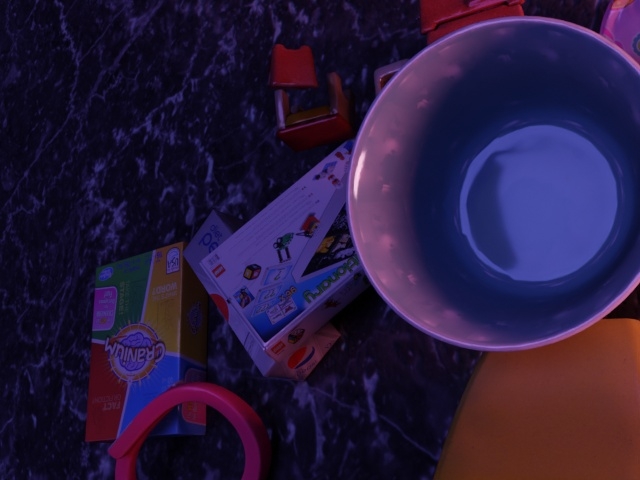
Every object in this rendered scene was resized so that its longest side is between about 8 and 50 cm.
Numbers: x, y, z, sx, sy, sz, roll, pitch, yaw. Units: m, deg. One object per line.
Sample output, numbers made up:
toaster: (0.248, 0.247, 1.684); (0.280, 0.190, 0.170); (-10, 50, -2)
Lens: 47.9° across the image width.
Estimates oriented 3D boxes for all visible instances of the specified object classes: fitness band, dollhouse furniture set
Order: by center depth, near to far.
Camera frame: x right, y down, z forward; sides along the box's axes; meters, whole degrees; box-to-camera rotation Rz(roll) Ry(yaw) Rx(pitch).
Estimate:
dollhouse furniture set: (0.090, -0.189, 0.914); (0.374, 0.201, 0.152); (-13, 68, 23)
fitness band: (-0.200, 0.337, 1.080); (0.209, 0.054, 0.291); (46, 110, 8)

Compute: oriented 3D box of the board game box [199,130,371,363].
board game box: (0.000, 0.000, 0.999); (0.305, 0.053, 0.193); (-40, 52, -4)

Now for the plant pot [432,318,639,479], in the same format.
plant pot: (0.260, 0.190, 0.716); (0.212, 0.212, 0.187); (-7, 59, 37)

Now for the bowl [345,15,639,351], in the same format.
bowl: (0.199, -0.046, 0.724); (0.311, 0.163, 0.312); (-5, 81, 33)

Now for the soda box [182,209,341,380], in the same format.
soda box: (-0.098, 0.079, 1.098); (0.098, 0.091, 0.286); (-52, 51, 15)

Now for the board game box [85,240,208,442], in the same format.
board game box: (-0.300, 0.181, 1.248); (0.242, 0.064, 0.317); (-16, 67, 35)

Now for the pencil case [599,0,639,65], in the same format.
pencil case: (0.435, -0.195, 0.734); (0.284, 0.124, 0.124); (32, 98, 39)
